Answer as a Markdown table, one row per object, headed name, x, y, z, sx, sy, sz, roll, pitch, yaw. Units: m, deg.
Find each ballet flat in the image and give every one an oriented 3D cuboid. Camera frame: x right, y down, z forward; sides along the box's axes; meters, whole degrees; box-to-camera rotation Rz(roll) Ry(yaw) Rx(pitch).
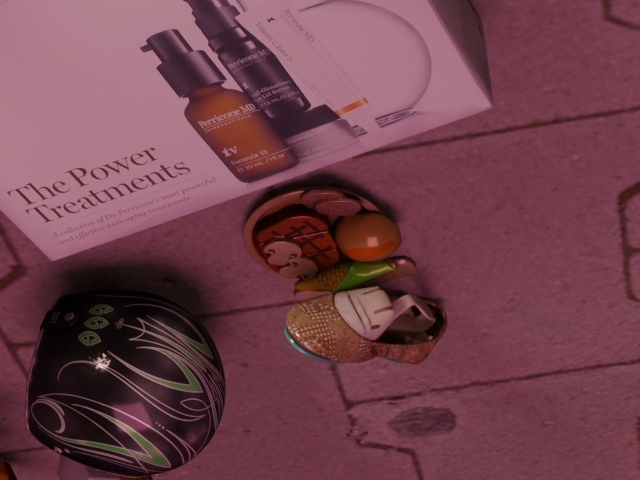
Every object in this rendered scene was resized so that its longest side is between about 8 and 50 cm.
| name | x | y | z | sx | sy | sz | roll | pitch | yaw |
| --- | --- | --- | --- | --- | --- | --- | --- | --- | --- |
| ballet flat | 0.046 | 0.067 | 1.419 | 0.067 | 0.073 | 0.206 | -43 | 157 | 22 |

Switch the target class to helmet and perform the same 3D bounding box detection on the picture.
| name | x | y | z | sx | sy | sz | roll | pitch | yaw |
| --- | --- | --- | --- | --- | --- | --- | --- | --- | --- |
| helmet | -0.164 | 0.126 | 1.433 | 0.161 | 0.169 | 0.169 | 14 | 141 | 5 |

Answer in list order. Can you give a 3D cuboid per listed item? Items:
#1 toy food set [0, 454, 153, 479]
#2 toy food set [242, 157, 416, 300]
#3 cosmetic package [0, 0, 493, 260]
| name | x | y | z | sx | sy | sz | roll | pitch | yaw |
| --- | --- | --- | --- | --- | --- | --- | --- | --- | --- |
| toy food set | -0.281 | 0.230 | 1.635 | 0.232 | 0.104 | 0.111 | 11 | 129 | -45 |
| toy food set | 0.000 | 0.000 | 1.382 | 0.132 | 0.038 | 0.192 | -16 | 140 | 15 |
| cosmetic package | -0.106 | -0.148 | 1.147 | 0.377 | 0.097 | 0.284 | -19 | 136 | 19 |
